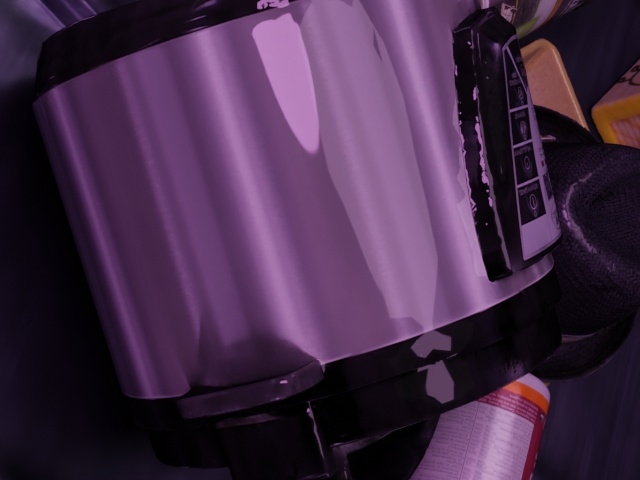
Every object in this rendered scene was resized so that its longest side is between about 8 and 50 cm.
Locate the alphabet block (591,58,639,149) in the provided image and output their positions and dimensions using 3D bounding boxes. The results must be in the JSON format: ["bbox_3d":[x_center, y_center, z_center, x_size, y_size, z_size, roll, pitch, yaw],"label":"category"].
[{"bbox_3d":[0.500,-0.152,1.510,0.197,0.192,0.193,-42,107,-38],"label":"alphabet block"}]

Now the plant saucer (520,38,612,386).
[{"bbox_3d":[0.197,-0.015,1.299,0.333,0.081,0.333,-32,103,-40],"label":"plant saucer"}]

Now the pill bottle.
[{"bbox_3d":[0.132,0.227,1.093,0.121,0.121,0.221,31,65,-32],"label":"pill bottle"}]

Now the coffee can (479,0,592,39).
[{"bbox_3d":[0.166,-0.300,1.246,0.275,0.201,0.201,-32,103,-39],"label":"coffee can"}]

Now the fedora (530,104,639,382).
[{"bbox_3d":[0.279,-0.007,1.214,0.334,0.152,0.334,8,77,-39],"label":"fedora"}]

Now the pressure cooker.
[{"bbox_3d":[-0.005,0.001,0.947,0.370,0.375,0.420,-17,94,-26],"label":"pressure cooker"}]
